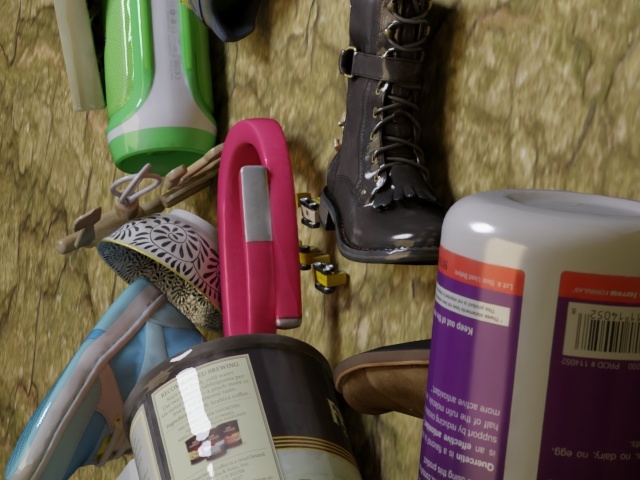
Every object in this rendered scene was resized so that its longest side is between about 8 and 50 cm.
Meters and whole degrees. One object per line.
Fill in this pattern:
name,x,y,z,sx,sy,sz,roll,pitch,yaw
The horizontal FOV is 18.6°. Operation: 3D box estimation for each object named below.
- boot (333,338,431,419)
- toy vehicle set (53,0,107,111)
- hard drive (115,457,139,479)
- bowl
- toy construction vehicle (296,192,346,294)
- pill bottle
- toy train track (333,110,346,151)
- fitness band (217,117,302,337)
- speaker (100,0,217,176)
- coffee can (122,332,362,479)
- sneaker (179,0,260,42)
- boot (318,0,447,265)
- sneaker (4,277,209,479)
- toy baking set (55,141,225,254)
boot,0.101,0.129,1.537,0.305,0.112,0.115,-18,83,63
toy vehicle set,-0.258,-0.265,2.266,0.267,0.035,0.166,-78,-19,-70
hard drive,-0.209,0.460,2.292,0.233,0.047,0.353,126,139,-53
bowl,-0.148,0.019,2.088,0.080,0.170,0.170,-57,17,-18
toy construction vehicle,0.000,0.000,1.862,0.098,0.035,0.086,-153,56,-67
pill bottle,0.157,0.134,1.300,0.181,0.181,0.323,-155,69,-65
toy train track,0.027,-0.107,1.820,0.083,0.014,0.048,130,135,-55
fitness band,-0.063,0.022,1.935,0.209,0.054,0.291,133,136,-76
speaker,-0.183,-0.227,2.171,0.131,0.131,0.296,147,121,-62
coffee can,-0.053,0.252,1.751,0.201,0.201,0.275,116,146,-44
sneaker,-0.070,-0.332,1.971,0.121,0.111,0.300,57,146,37
boot,0.060,-0.106,1.650,0.263,0.091,0.229,-143,57,-64
sneaker,-0.170,0.184,1.969,0.127,0.208,0.319,-52,3,39
toy baking set,-0.195,-0.047,2.071,0.197,0.256,0.030,-39,81,47
